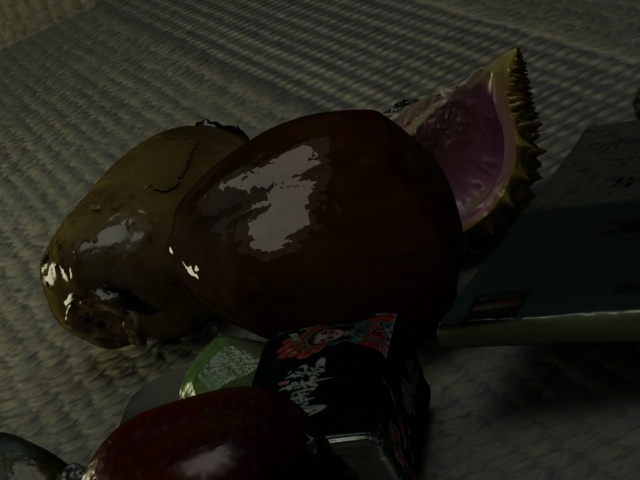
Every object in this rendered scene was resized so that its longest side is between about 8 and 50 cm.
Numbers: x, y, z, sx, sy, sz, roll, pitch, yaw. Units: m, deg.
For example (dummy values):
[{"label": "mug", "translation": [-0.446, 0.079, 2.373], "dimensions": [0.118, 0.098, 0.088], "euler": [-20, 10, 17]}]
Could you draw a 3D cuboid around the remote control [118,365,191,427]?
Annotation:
[{"label": "remote control", "translation": [-0.117, 0.155, 1.265], "dimensions": [0.077, 0.022, 0.245], "euler": [-20, 21, 13]}]

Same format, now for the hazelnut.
[{"label": "hazelnut", "translation": [0.000, -0.009, 1.299], "dimensions": [0.186, 0.210, 0.210], "euler": [-51, 20, 6]}]

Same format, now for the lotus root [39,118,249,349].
[{"label": "lotus root", "translation": [-0.128, -0.010, 1.517], "dimensions": [0.160, 0.146, 0.284], "euler": [7, 37, 18]}]

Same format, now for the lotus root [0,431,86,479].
[{"label": "lotus root", "translation": [-0.206, 0.174, 1.211], "dimensions": [0.088, 0.088, 0.165], "euler": [-36, 21, -32]}]

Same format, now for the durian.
[{"label": "durian", "translation": [0.097, -0.061, 1.432], "dimensions": [0.182, 0.132, 0.165], "euler": [-38, 12, -10]}]

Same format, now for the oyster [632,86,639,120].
[{"label": "oyster", "translation": [0.383, -0.180, 1.533], "dimensions": [0.252, 0.087, 0.199], "euler": [-28, 17, 22]}]

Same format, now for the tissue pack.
[{"label": "tissue pack", "translation": [0.009, 0.119, 1.125], "dimensions": [0.103, 0.090, 0.170], "euler": [-15, 22, 12]}]

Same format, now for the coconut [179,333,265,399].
[{"label": "coconut", "translation": [-0.058, 0.107, 1.244], "dimensions": [0.083, 0.081, 0.082], "euler": [30, 7, 27]}]

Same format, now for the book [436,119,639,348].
[{"label": "book", "translation": [0.260, -0.019, 1.226], "dimensions": [0.264, 0.031, 0.379], "euler": [-6, 20, 26]}]

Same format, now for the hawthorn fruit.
[{"label": "hawthorn fruit", "translation": [-0.064, 0.172, 0.975], "dimensions": [0.188, 0.169, 0.169], "euler": [-33, 17, 18]}]
